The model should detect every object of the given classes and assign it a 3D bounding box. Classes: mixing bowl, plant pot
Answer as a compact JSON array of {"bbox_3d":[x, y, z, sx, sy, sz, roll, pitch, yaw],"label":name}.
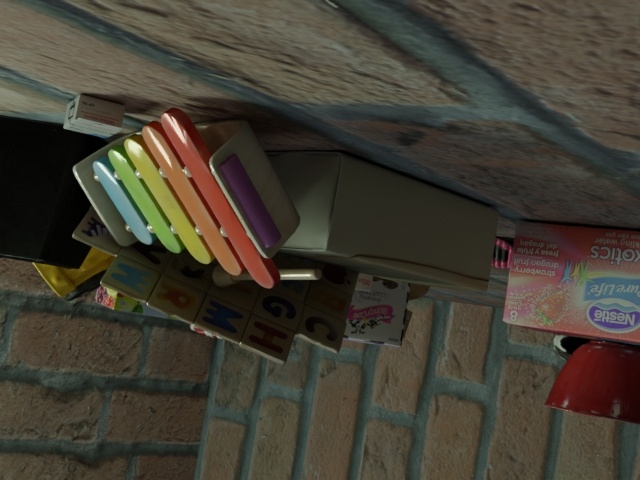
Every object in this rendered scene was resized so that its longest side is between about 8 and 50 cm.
[{"bbox_3d":[0.398,0.189,1.375,0.181,0.098,0.181,10,174,1],"label":"mixing bowl"},{"bbox_3d":[-0.370,-0.056,1.311,0.188,0.167,0.187,8,175,7],"label":"plant pot"}]

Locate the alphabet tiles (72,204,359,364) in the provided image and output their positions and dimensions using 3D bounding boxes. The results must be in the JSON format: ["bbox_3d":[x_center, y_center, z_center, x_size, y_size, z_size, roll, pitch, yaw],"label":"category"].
[{"bbox_3d":[-0.119,0.018,1.272,0.342,0.011,0.285,24,-147,-4],"label":"alphabet tiles"}]

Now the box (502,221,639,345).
[{"bbox_3d":[0.411,0.065,1.348,0.299,0.142,0.154,6,174,31],"label":"box"}]

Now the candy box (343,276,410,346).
[{"bbox_3d":[0.084,0.096,1.962,0.164,0.196,0.070,11,174,-22],"label":"candy box"}]

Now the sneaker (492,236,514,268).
[{"bbox_3d":[0.308,0.019,1.614,0.119,0.047,0.057,17,-156,13],"label":"sneaker"}]

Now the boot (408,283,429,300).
[{"bbox_3d":[0.087,0.055,2.161,0.295,0.104,0.211,12,-179,6],"label":"boot"}]

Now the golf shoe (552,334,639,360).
[{"bbox_3d":[0.437,0.166,1.495,0.198,0.077,0.094,4,178,16],"label":"golf shoe"}]

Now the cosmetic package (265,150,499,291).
[{"bbox_3d":[0.063,-0.019,1.243,0.160,0.113,0.309,4,174,45],"label":"cosmetic package"}]

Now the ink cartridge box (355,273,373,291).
[{"bbox_3d":[0.021,0.012,1.465,0.089,0.143,0.092,6,173,33],"label":"ink cartridge box"}]

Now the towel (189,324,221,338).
[{"bbox_3d":[-0.121,0.057,1.705,0.037,0.237,0.329,29,169,-17],"label":"towel"}]

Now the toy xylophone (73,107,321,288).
[{"bbox_3d":[-0.125,-0.030,1.089,0.322,0.081,0.236,-9,119,56],"label":"toy xylophone"}]

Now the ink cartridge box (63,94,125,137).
[{"bbox_3d":[-0.228,-0.127,1.044,0.048,0.028,0.083,12,175,-24],"label":"ink cartridge box"}]

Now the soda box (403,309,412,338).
[{"bbox_3d":[0.089,0.133,2.038,0.181,0.061,0.058,30,156,-19],"label":"soda box"}]

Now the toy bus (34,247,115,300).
[{"bbox_3d":[-0.333,-0.026,1.585,0.211,0.149,0.220,-33,180,6],"label":"toy bus"}]

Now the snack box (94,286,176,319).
[{"bbox_3d":[-0.274,0.025,1.757,0.174,0.207,0.070,16,179,-44],"label":"snack box"}]
